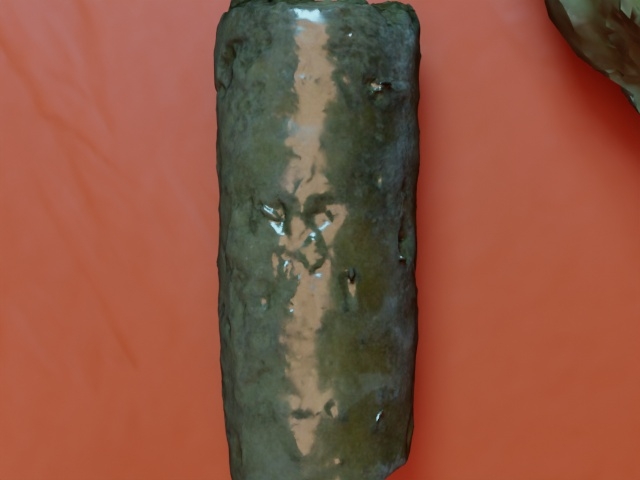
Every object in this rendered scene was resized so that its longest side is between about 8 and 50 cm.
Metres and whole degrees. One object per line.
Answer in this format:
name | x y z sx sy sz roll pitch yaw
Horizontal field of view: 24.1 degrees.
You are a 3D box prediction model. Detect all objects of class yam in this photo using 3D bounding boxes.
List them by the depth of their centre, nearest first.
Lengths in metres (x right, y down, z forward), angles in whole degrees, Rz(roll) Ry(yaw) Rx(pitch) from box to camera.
yam | 0.000 0.000 0.543 0.078 0.078 0.179 -2 90 2

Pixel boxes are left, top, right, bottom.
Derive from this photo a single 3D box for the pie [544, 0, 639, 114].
pie | 0.233 -0.202 0.492 0.418 0.180 0.395 -2 86 14
